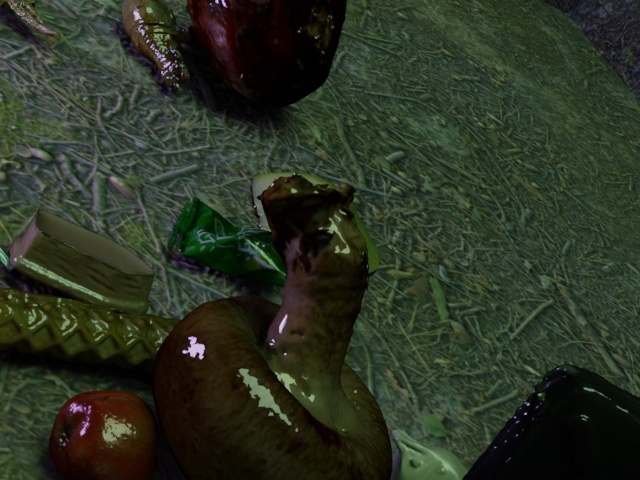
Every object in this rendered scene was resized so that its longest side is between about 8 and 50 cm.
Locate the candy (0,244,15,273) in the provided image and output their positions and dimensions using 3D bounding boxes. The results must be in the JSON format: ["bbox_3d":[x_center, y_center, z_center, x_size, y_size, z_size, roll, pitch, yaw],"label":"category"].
[{"bbox_3d":[-0.491,-0.085,1.505,0.335,0.092,0.093,47,-8,3],"label":"candy"}]

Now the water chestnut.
[{"bbox_3d":[-0.122,-0.404,2.199,0.350,0.302,0.350,8,81,-61],"label":"water chestnut"}]

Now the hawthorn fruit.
[{"bbox_3d":[-0.229,0.219,1.295,0.128,0.128,0.128,28,29,-17],"label":"hawthorn fruit"}]

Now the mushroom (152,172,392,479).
[{"bbox_3d":[-0.018,0.153,1.387,0.334,0.356,0.331,46,-8,13],"label":"mushroom"}]

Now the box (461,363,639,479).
[{"bbox_3d":[0.333,0.363,1.469,0.350,0.359,0.091,32,16,-8],"label":"box"}]

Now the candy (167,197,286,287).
[{"bbox_3d":[-0.119,0.011,1.777,0.203,0.078,0.141,20,20,-9],"label":"candy"}]

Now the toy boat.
[{"bbox_3d":[-0.292,0.032,1.523,0.188,0.061,0.116,26,10,-19],"label":"toy boat"}]

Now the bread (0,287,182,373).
[{"bbox_3d":[-0.255,0.115,1.456,0.368,0.077,0.084,13,37,-37],"label":"bread"}]

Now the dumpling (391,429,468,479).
[{"bbox_3d":[0.151,0.325,1.597,0.169,0.100,0.134,34,-3,12],"label":"dumpling"}]

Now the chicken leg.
[{"bbox_3d":[-0.277,-0.348,2.127,0.227,0.088,0.103,56,12,25],"label":"chicken leg"}]

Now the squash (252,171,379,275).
[{"bbox_3d":[0.000,0.000,1.993,0.204,0.155,0.236,-9,42,-5],"label":"squash"}]

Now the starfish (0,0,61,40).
[{"bbox_3d":[-0.552,-0.418,1.950,0.231,0.048,0.295,-6,49,-53],"label":"starfish"}]
